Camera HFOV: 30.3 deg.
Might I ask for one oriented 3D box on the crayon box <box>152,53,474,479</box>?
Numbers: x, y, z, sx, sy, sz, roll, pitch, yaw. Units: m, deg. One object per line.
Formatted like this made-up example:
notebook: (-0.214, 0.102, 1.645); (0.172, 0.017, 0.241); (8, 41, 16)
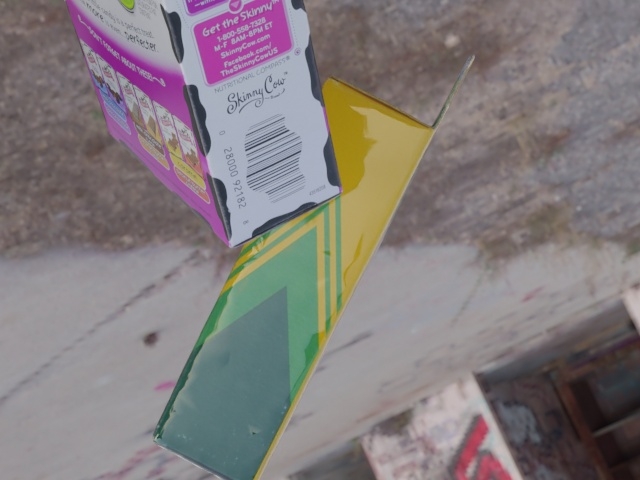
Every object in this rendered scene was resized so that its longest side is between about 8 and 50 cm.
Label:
crayon box: (0.000, 0.000, 0.864); (0.323, 0.083, 0.203); (-63, 177, 6)

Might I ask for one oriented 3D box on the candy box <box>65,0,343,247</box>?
candy box: (-0.075, -0.134, 0.572); (0.071, 0.159, 0.233); (-28, 129, -19)
